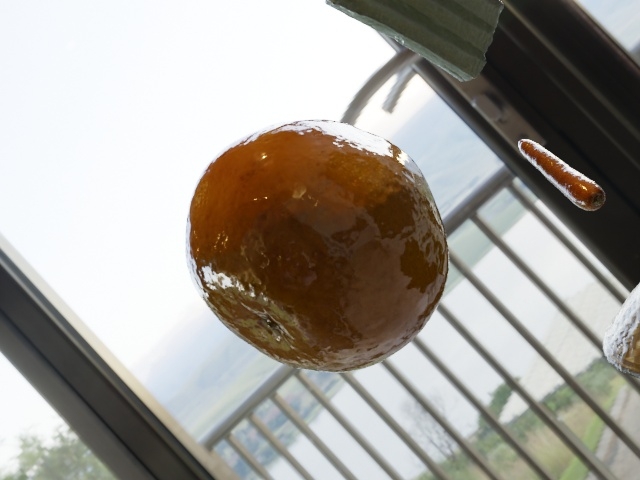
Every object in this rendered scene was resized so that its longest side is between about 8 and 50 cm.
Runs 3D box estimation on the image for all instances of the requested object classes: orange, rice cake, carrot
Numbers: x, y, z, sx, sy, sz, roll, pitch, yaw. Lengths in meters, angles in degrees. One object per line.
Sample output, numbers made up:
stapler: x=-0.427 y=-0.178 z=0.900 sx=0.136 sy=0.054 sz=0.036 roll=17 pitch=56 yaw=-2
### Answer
orange: x=0.000 y=0.000 z=0.487 sx=0.136 sy=0.159 sz=0.159 roll=-59 pitch=6 yaw=-32
rice cake: x=0.122 y=-0.310 z=1.062 sx=0.043 sy=0.237 sz=0.127 roll=5 pitch=74 yaw=69
carrot: x=0.373 y=-0.109 z=1.299 sx=0.043 sy=0.043 sz=0.248 roll=-44 pitch=30 yaw=10

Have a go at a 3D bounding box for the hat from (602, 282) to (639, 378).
hat: x=0.208 y=0.008 z=0.433 sx=0.146 sy=0.067 sz=0.146 roll=-26 pitch=11 yaw=5
